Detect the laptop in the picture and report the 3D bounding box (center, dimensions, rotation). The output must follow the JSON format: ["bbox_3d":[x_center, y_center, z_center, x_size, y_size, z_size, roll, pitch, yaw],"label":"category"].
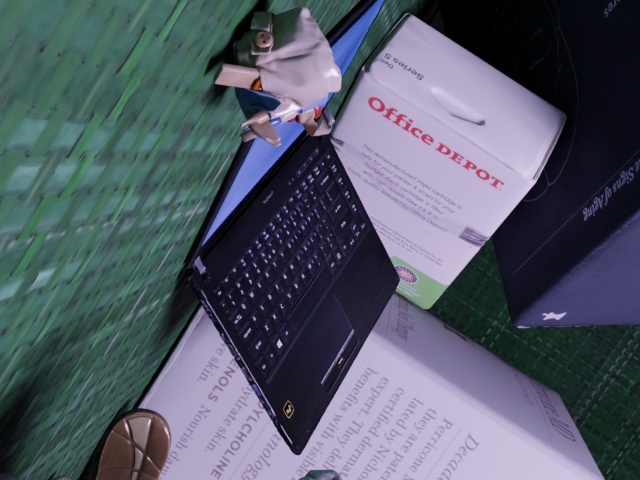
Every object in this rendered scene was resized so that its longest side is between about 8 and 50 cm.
[{"bbox_3d":[0.018,-0.021,0.734,0.137,0.264,0.234,-13,-155,34],"label":"laptop"}]

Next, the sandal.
[{"bbox_3d":[-0.180,0.213,0.864,0.180,0.072,0.049,-62,-162,19],"label":"sandal"}]

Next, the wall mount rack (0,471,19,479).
[{"bbox_3d":[-0.166,0.225,0.346,0.350,0.131,0.304,-56,177,-44],"label":"wall mount rack"}]

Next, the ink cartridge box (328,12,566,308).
[{"bbox_3d":[0.104,-0.075,1.063,0.114,0.198,0.273,-55,178,-36],"label":"ink cartridge box"}]

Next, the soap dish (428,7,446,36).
[{"bbox_3d":[0.201,-0.265,1.524,0.290,0.118,0.229,-60,176,38],"label":"soap dish"}]

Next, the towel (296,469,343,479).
[{"bbox_3d":[-0.053,0.267,0.406,0.235,0.121,0.283,-53,-178,43],"label":"towel"}]

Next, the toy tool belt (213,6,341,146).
[{"bbox_3d":[-0.024,-0.068,0.446,0.051,0.052,0.083,-25,168,-10],"label":"toy tool belt"}]

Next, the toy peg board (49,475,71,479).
[{"bbox_3d":[-0.177,0.275,0.657,0.161,0.161,0.079,-57,162,11],"label":"toy peg board"}]

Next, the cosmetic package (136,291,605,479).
[{"bbox_3d":[0.021,0.227,1.046,0.327,0.394,0.329,-57,179,8],"label":"cosmetic package"}]

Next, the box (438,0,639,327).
[{"bbox_3d":[0.375,-0.210,1.046,0.480,0.298,0.471,121,-33,-59],"label":"box"}]
